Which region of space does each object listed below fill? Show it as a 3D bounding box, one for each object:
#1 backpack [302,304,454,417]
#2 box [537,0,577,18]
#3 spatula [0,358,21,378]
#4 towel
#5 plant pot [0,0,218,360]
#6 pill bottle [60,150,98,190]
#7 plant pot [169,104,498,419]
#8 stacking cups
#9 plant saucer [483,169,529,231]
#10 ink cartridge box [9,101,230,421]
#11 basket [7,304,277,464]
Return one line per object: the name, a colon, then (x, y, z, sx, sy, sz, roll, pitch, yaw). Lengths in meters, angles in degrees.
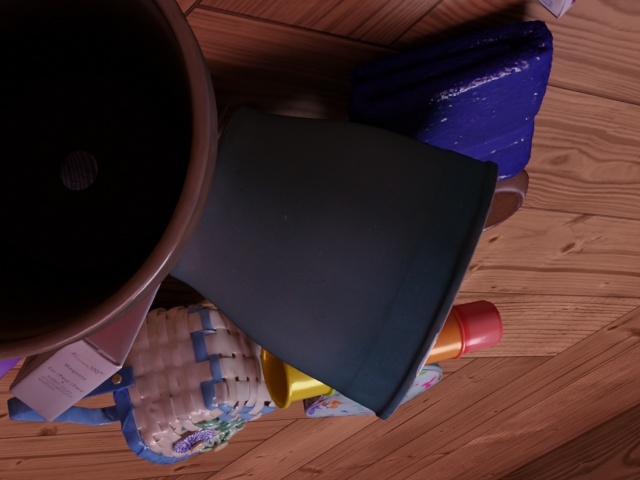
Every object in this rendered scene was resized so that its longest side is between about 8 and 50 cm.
backpack: (0.069, 0.135, 1.885, 0.225, 0.191, 0.253, 5, 142, -45)
box: (0.255, -0.287, 1.147, 0.145, 0.038, 0.186, -42, 166, -11)
spatula: (-0.339, 0.118, 1.684, 0.296, 0.030, 0.084, -28, 158, 17)
towel: (0.131, -0.128, 1.467, 0.228, 0.076, 0.308, -21, 160, -6)
plant pot: (-0.221, -0.068, 1.042, 0.323, 0.323, 0.280, -21, 174, 3)
pill bottle: (-0.278, -0.043, 1.259, 0.180, 0.108, 0.108, -5, 153, -33)
plant pot: (0.000, 0.000, 1.301, 0.255, 0.271, 0.271, 23, 151, -1)
stacking cups: (0.086, 0.143, 1.716, 0.316, 0.096, 0.096, -8, 155, -22)
plant saucer: (0.202, -0.042, 1.778, 0.168, 0.029, 0.168, -16, 158, -7)
ink cartridge box: (-0.175, 0.017, 1.311, 0.060, 0.275, 0.239, 40, 128, -18)
basket: (-0.221, 0.189, 1.715, 0.289, 0.201, 0.255, -13, 168, 19)
